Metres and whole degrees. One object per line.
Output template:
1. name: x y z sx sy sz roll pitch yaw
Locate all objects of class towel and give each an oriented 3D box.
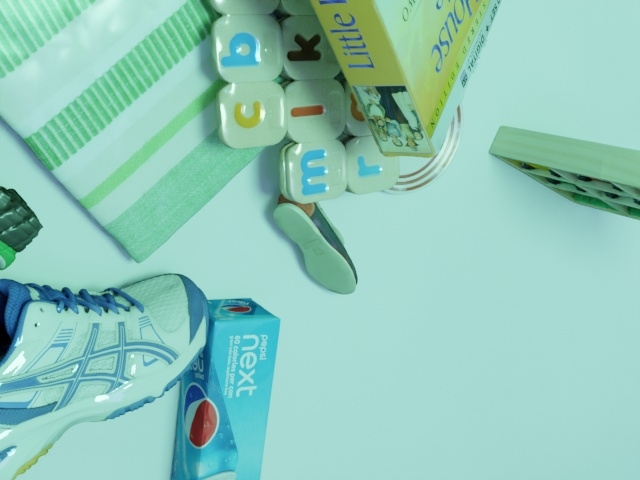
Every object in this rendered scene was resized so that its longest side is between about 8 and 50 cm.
1. towel: -0.166 -0.174 0.722 0.248 0.038 0.325 -45 123 -11

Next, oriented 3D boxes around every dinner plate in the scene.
1. dinner plate: 0.091 -0.119 0.902 0.141 0.017 0.141 -9 109 -28

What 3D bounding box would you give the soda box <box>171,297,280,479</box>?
1. soda box: -0.096 0.166 0.848 0.071 0.067 0.210 0 104 -31

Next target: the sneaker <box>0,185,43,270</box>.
1. sneaker: -0.365 -0.053 0.581 0.343 0.134 0.146 41 83 -34

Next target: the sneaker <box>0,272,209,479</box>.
1. sneaker: -0.205 0.080 0.688 0.296 0.112 0.130 -34 126 -44

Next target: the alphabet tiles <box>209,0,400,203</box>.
1. alphabet tiles: 0.016 -0.181 0.803 0.278 0.021 0.284 -13 107 -37

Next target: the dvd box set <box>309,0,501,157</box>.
1. dvd box set: 0.056 -0.313 0.660 0.307 0.062 0.420 -65 145 -28

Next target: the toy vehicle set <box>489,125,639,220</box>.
1. toy vehicle set: 0.326 -0.058 0.912 0.166 0.267 0.035 23 91 -33

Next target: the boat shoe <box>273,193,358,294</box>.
1. boat shoe: 0.000 0.000 0.869 0.137 0.049 0.043 53 37 -31
